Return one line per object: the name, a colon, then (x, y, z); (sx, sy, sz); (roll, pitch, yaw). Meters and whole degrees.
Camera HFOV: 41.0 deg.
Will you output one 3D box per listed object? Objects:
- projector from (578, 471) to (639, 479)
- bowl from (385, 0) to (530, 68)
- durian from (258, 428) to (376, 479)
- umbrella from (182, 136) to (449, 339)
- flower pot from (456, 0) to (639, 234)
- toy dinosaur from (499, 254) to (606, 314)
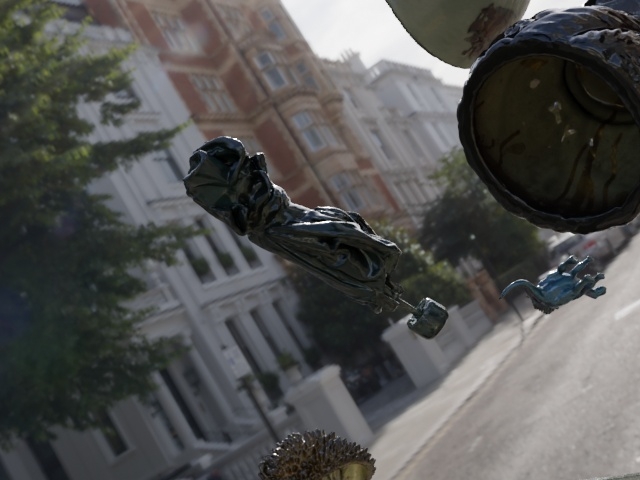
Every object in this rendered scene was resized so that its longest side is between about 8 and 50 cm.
projector: (0.412, 0.434, 1.217); (0.256, 0.192, 0.099); (8, 11, -42)
bowl: (0.233, -0.443, 1.284); (0.337, 0.337, 0.157); (-24, 3, -43)
durian: (-0.017, 0.208, 0.757); (0.110, 0.071, 0.140); (-51, -29, 12)
umbrella: (0.001, -0.002, 0.987); (0.094, 0.348, 0.143); (-58, 3, 2)
flower pot: (0.342, -0.180, 1.044); (0.267, 0.267, 0.266); (-40, -2, -35)
toy dinosaur: (0.290, 0.056, 1.022); (0.197, 0.045, 0.080); (1, -41, -38)
